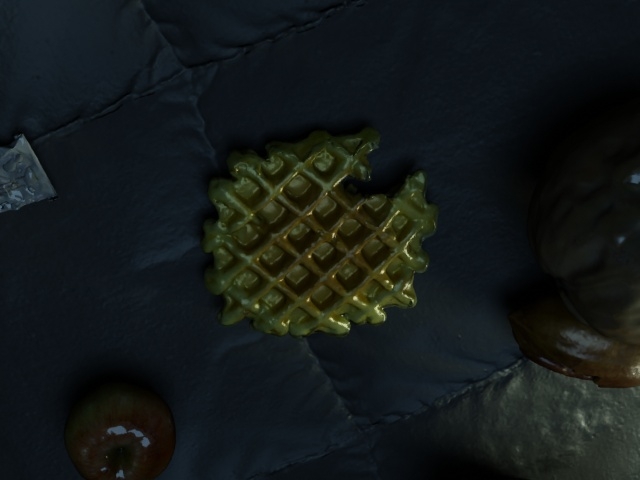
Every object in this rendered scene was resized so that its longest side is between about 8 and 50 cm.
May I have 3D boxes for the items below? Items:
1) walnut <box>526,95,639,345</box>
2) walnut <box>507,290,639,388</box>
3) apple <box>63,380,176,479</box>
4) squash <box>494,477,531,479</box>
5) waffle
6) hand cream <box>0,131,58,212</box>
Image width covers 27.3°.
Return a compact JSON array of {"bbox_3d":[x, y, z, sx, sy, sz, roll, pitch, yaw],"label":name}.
[{"bbox_3d":[0.357,-0.022,1.395,0.273,0.273,0.227,-24,160,0],"label":"walnut"},{"bbox_3d":[0.306,0.112,1.519,0.207,0.116,0.116,15,112,-20],"label":"walnut"},{"bbox_3d":[-0.220,0.212,1.457,0.126,0.102,0.126,-3,120,-6],"label":"apple"},{"bbox_3d":[0.176,0.335,1.624,0.258,0.069,0.069,-10,117,-8],"label":"squash"},{"bbox_3d":[0.001,0.001,1.429,0.261,0.056,0.250,-7,117,-11],"label":"waffle"},{"bbox_3d":[-0.401,-0.030,1.330,0.256,0.050,0.084,-24,120,-7],"label":"hand cream"}]
